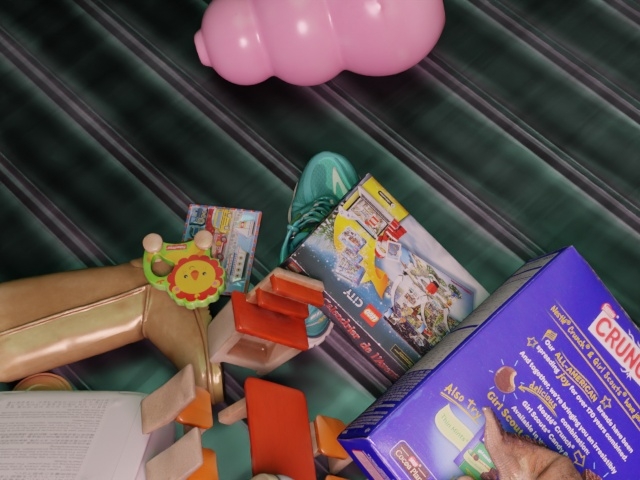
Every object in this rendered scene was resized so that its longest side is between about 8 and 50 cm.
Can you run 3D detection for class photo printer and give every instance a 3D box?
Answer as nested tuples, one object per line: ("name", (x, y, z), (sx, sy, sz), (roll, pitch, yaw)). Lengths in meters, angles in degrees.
("photo printer", (-0.298, 0.264, 1.432), (0.256, 0.107, 0.307), (-1, 18, 1))

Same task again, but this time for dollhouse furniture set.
("dollhouse furniture set", (-0.049, 0.175, 1.468), (0.262, 0.135, 0.259), (19, 46, -34))

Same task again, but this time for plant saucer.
("plant saucer", (-0.336, 0.196, 1.624), (0.083, 0.013, 0.083), (-1, 58, 2))

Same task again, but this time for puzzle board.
("puzzle board", (-0.132, 0.011, 1.728), (0.096, 0.011, 0.128), (5, 59, 7))

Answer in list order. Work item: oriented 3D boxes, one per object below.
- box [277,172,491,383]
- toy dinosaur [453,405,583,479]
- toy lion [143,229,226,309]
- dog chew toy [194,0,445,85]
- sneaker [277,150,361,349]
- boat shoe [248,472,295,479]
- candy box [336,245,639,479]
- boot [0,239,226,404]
("box", (0.085, 0.056, 1.600), (0.233, 0.044, 0.159), (45, 61, -3))
("toy dinosaur", (0.237, 0.281, 1.324), (0.200, 0.127, 0.296), (-23, 90, -21))
("toy lion", (-0.162, 0.038, 1.608), (0.100, 0.034, 0.096), (-3, 59, 4))
("dog chew toy", (-0.006, -0.300, 1.812), (0.331, 0.207, 0.207), (-16, 58, 3))
("sneaker", (0.000, 0.000, 1.669), (0.107, 0.110, 0.275), (6, 58, 7))
("boat shoe", (-0.058, 0.363, 1.367), (0.103, 0.302, 0.113), (10, 27, -18))
("candy box", (0.223, 0.208, 1.456), (0.317, 0.122, 0.268), (-40, 96, -18))
("boot", (-0.261, 0.125, 1.624), (0.269, 0.089, 0.236), (-15, 52, -6))
